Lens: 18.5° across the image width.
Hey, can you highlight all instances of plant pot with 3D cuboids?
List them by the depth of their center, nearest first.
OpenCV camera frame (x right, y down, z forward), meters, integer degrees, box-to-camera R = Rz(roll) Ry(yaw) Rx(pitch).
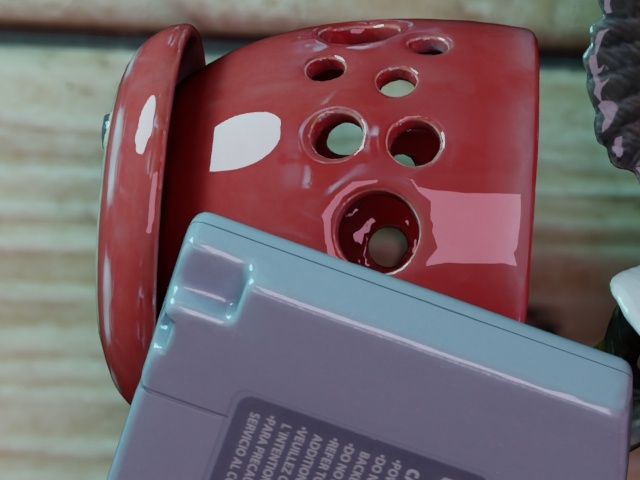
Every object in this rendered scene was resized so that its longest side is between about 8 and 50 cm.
[{"bbox_3d":[0.000,0.000,0.835,0.174,0.191,0.191,3,78,4],"label":"plant pot"}]

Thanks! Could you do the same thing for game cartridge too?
[{"bbox_3d":[0.002,0.141,0.782,0.198,0.297,0.062,18,33,-5],"label":"game cartridge"}]

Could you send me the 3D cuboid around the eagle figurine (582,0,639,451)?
[{"bbox_3d":[0.193,-0.048,0.840,0.226,0.225,0.298,18,95,-45],"label":"eagle figurine"}]
